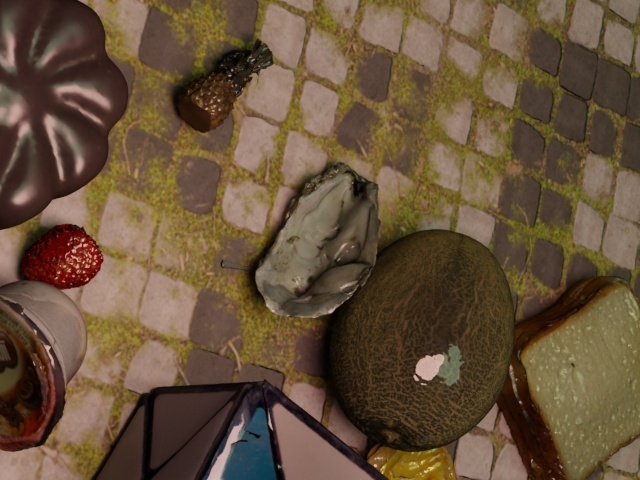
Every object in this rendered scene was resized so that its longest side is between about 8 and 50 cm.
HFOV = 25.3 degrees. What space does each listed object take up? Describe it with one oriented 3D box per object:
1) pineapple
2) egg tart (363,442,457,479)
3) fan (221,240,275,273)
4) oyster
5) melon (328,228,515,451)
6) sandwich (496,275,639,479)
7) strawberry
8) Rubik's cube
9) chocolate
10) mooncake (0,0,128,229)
[{"bbox_3d":[-0.123,-0.211,1.897,0.159,0.074,0.074,-49,115,-34],"label":"pineapple"},{"bbox_3d":[0.115,0.356,2.032,0.191,0.074,0.191,4,84,-38],"label":"egg tart"},{"bbox_3d":[-0.064,0.045,1.960,0.175,0.005,0.113,11,78,-37],"label":"fan"},{"bbox_3d":[0.000,-0.002,1.952,0.199,0.087,0.252,-7,51,-8],"label":"oyster"},{"bbox_3d":[0.142,0.134,1.963,0.248,0.248,0.329,43,52,-27],"label":"melon"},{"bbox_3d":[0.411,0.221,2.254,0.301,0.099,0.271,-30,100,-32],"label":"sandwich"},{"bbox_3d":[-0.316,0.021,1.730,0.096,0.083,0.083,-32,108,-4],"label":"strawberry"},{"bbox_3d":[-0.109,0.372,1.711,0.307,0.305,0.310,42,64,-25],"label":"Rubik's cube"},{"bbox_3d":[-0.341,0.127,1.651,0.147,0.221,0.221,-31,106,-53],"label":"chocolate"},{"bbox_3d":[-0.370,-0.162,1.653,0.306,0.154,0.306,0,89,-37],"label":"mooncake"}]
